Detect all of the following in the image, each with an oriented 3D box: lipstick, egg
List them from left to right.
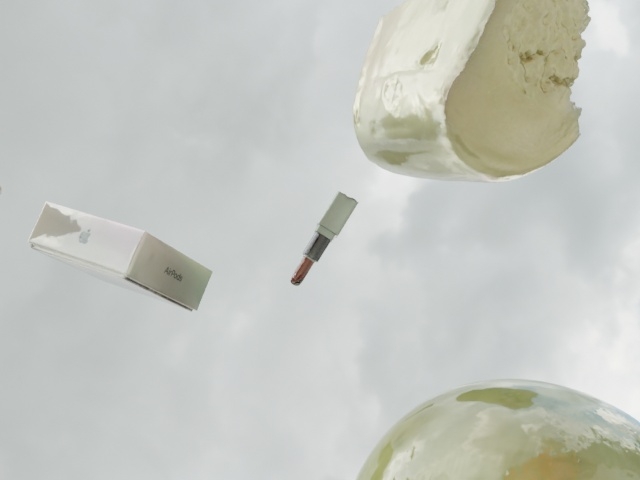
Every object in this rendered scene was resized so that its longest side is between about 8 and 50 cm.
[{"bbox_3d":[0.000,0.000,0.862,0.025,0.025,0.107,33,-97,0],"label":"lipstick"},{"bbox_3d":[0.146,0.207,0.532,0.295,0.218,0.218,28,-82,-39],"label":"egg"}]

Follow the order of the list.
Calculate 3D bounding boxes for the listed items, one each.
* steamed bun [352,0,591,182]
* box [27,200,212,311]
[{"bbox_3d":[0.141,-0.147,0.782,0.170,0.225,0.200,19,-93,-28],"label":"steamed bun"},{"bbox_3d":[-0.199,0.019,0.843,0.130,0.129,0.051,40,-112,-61],"label":"box"}]
